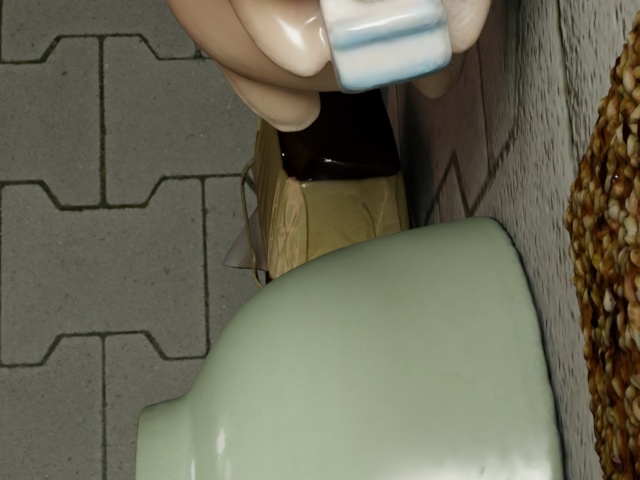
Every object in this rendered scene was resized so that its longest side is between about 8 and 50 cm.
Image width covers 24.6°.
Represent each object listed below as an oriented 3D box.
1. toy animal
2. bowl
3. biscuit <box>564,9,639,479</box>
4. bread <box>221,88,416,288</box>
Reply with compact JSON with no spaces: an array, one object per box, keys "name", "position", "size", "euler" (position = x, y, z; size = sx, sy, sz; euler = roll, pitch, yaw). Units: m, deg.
[{"name":"toy animal","position":[0.002,-0.162,0.589],"size":[0.256,0.195,0.213],"euler":[174,86,-84]},{"name":"bowl","position":[0.004,0.166,0.750],"size":[0.354,0.185,0.354],"euler":[178,90,-86]},{"name":"biscuit","position":[0.101,0.058,0.407],"size":[0.131,0.026,0.237],"euler":[91,177,-60]},{"name":"bread","position":[0.000,0.000,1.079],"size":[0.224,0.142,0.212],"euler":[-99,12,-58]}]
